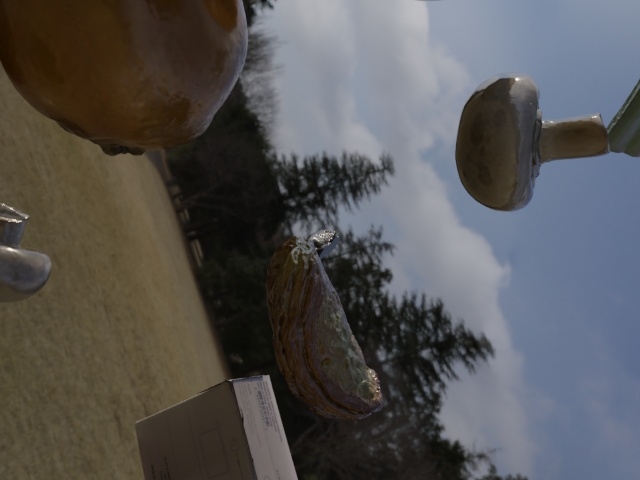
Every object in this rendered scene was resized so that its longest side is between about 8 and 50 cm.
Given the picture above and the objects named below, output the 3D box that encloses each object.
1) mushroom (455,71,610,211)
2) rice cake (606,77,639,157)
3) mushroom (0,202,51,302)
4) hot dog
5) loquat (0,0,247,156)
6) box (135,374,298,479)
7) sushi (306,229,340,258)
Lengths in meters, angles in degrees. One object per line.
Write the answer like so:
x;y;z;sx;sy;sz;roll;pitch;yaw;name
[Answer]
0.306;-0.144;0.997;0.207;0.215;0.208;0;90;-67;mushroom
0.536;-0.217;1.111;0.222;0.080;0.042;99;10;-56;rice cake
-0.643;0.023;1.367;0.204;0.204;0.204;164;-90;-83;mushroom
-0.013;0.127;0.931;0.175;0.114;0.259;-98;163;-74;hot dog
-0.256;-0.272;0.885;0.328;0.328;0.329;164;-90;-83;loquat
-0.171;0.352;1.093;0.106;0.251;0.203;5;61;-54;box
0.000;0.000;1.285;0.046;0.083;0.044;32;-61;15;sushi
